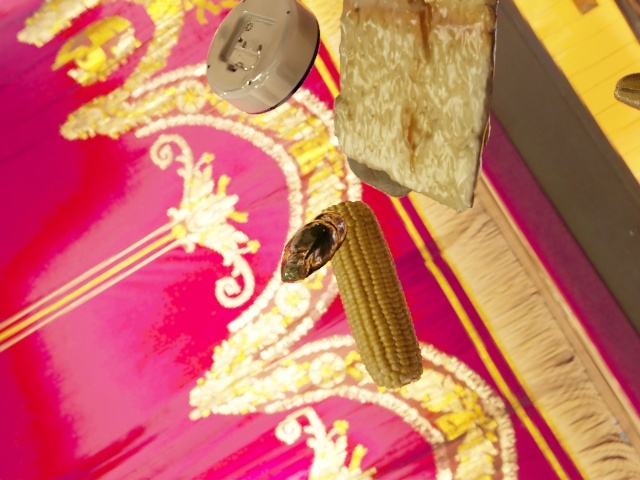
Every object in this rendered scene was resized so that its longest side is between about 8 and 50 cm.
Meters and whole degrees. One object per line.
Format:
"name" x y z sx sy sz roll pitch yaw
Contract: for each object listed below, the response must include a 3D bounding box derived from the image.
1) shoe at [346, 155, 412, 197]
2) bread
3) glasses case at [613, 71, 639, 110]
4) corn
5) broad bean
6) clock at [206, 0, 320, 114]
"shoe" 0.108 -0.147 1.355 0.195 0.079 0.078 31 -156 -43
"bread" 0.186 -0.280 0.752 0.242 0.404 0.346 23 127 42
"glasses case" 0.515 -0.186 0.965 0.234 0.064 0.079 21 -164 37
"corn" 0.065 0.067 0.915 0.081 0.081 0.249 40 -149 -67
"broad bean" 0.001 -0.001 0.733 0.043 0.060 0.297 39 -170 2
"clock" -0.111 -0.352 1.333 0.083 0.230 0.230 24 -149 -45
